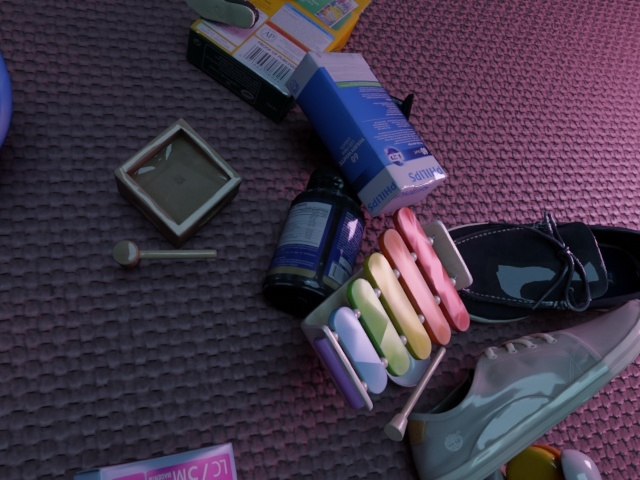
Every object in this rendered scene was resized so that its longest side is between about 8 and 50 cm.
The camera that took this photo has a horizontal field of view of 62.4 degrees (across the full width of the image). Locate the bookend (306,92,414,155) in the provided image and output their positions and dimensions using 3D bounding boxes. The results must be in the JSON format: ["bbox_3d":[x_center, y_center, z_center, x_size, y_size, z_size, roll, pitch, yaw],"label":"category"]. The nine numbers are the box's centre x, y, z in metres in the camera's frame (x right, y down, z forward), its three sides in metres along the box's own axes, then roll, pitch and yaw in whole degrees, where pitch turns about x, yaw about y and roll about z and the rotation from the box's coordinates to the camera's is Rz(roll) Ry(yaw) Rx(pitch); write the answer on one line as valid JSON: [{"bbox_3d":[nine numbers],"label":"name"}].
[{"bbox_3d":[0.075,-0.220,0.961,0.156,0.072,0.157,22,61,-9],"label":"bookend"}]

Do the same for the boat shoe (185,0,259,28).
[{"bbox_3d":[-0.166,-0.390,0.877,0.132,0.049,0.042,23,33,-1],"label":"boat shoe"}]

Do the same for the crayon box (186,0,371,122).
[{"bbox_3d":[-0.068,-0.393,0.983,0.203,0.083,0.323,35,61,-2],"label":"crayon box"}]

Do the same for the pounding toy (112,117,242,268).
[{"bbox_3d":[-0.215,-0.035,0.768,0.181,0.094,0.206,45,69,-2],"label":"pounding toy"}]

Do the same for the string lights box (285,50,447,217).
[{"bbox_3d":[0.071,-0.173,0.829,0.133,0.077,0.260,-18,71,-45],"label":"string lights box"}]

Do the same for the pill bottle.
[{"bbox_3d":[0.000,0.000,0.805,0.122,0.123,0.219,23,61,-9],"label":"pill bottle"}]

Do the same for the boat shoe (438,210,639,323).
[{"bbox_3d":[0.401,0.043,0.913,0.499,0.156,0.187,3,67,-17],"label":"boat shoe"}]

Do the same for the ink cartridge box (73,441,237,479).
[{"bbox_3d":[-0.153,0.392,0.560,0.185,0.065,0.312,14,59,-51],"label":"ink cartridge box"}]

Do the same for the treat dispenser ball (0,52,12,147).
[{"bbox_3d":[-0.520,-0.179,0.608,0.287,0.288,0.289,8,64,-16],"label":"treat dispenser ball"}]

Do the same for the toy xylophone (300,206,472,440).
[{"bbox_3d":[0.110,0.114,0.726,0.236,0.081,0.323,54,48,-13],"label":"toy xylophone"}]

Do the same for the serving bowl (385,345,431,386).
[{"bbox_3d":[0.128,0.187,0.820,0.083,0.027,0.084,8,64,-17],"label":"serving bowl"}]

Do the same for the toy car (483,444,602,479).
[{"bbox_3d":[0.333,0.384,0.753,0.136,0.159,0.182,17,54,-54],"label":"toy car"}]

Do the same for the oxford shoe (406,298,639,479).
[{"bbox_3d":[0.309,0.197,0.781,0.449,0.169,0.130,-30,72,-13],"label":"oxford shoe"}]
